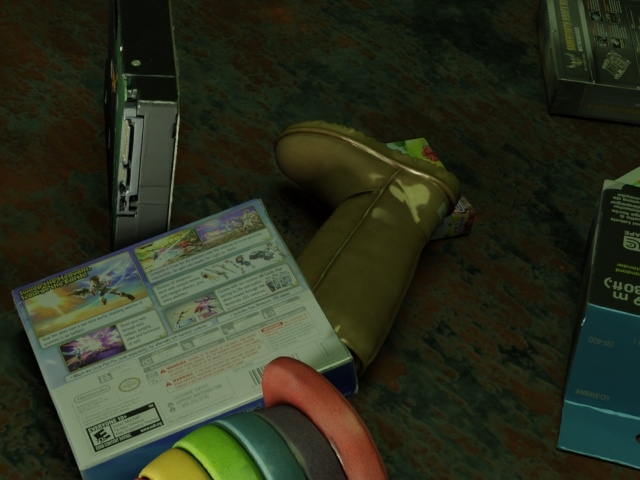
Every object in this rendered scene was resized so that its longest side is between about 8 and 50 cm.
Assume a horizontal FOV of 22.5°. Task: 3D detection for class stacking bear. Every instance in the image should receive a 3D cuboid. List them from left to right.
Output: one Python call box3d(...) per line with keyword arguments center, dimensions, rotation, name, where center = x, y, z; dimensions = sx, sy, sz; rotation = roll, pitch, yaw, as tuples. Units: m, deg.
box3d(center=(-0.100, 0.237, 1.342), dimensions=(0.289, 0.175, 0.164), rotation=(-24, 14, -24), name="stacking bear")

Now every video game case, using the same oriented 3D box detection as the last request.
box3d(center=(-0.135, 0.098, 1.551), dimensions=(0.269, 0.061, 0.244), rotation=(-21, 48, -11), name="video game case")

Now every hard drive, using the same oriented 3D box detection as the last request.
box3d(center=(-0.197, -0.155, 1.750), dimensions=(0.064, 0.237, 0.339), rotation=(1, 40, -10), name="hard drive")

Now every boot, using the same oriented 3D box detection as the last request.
box3d(center=(0.000, 0.000, 1.706), dimensions=(0.236, 0.089, 0.269), rotation=(16, 50, 24), name="boot")

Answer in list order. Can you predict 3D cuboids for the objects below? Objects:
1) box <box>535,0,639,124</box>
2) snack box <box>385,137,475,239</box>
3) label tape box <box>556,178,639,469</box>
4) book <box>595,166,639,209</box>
box3d(center=(0.384, -0.242, 2.113), dimensions=(0.183, 0.056, 0.231), rotation=(6, 40, -4), name="box")
box3d(center=(0.102, -0.057, 1.850), dimensions=(0.100, 0.037, 0.141), rotation=(-11, 44, -21), name="snack box")
box3d(center=(0.389, 0.095, 1.679), dimensions=(0.240, 0.106, 0.334), rotation=(13, 40, 5), name="label tape box")
box3d(center=(0.409, -0.049, 1.915), dimensions=(0.096, 0.035, 0.144), rotation=(40, 47, 25), name="book")
